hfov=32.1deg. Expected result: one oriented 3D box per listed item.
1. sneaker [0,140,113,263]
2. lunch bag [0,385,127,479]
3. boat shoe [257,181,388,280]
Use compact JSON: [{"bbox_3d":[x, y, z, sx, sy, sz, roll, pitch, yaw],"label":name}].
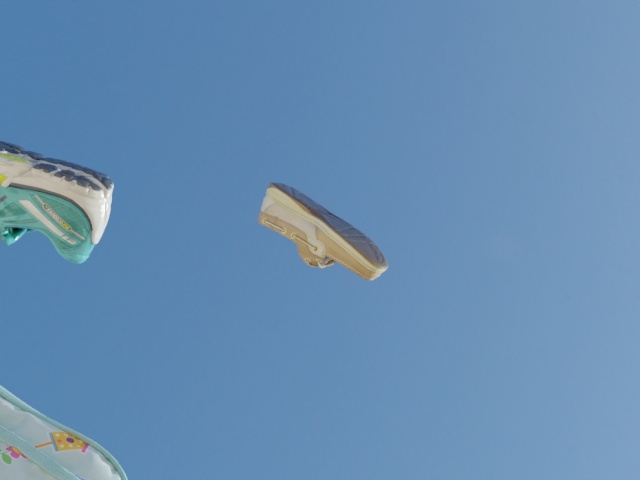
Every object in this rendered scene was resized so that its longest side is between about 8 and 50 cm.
[{"bbox_3d":[-0.365,-0.053,1.258,0.275,0.107,0.109,19,-79,21],"label":"sneaker"},{"bbox_3d":[-0.309,0.209,0.908,0.279,0.224,0.107,28,-51,20],"label":"lunch bag"},{"bbox_3d":[0.000,0.000,0.957,0.135,0.050,0.045,37,-73,31],"label":"boat shoe"}]
